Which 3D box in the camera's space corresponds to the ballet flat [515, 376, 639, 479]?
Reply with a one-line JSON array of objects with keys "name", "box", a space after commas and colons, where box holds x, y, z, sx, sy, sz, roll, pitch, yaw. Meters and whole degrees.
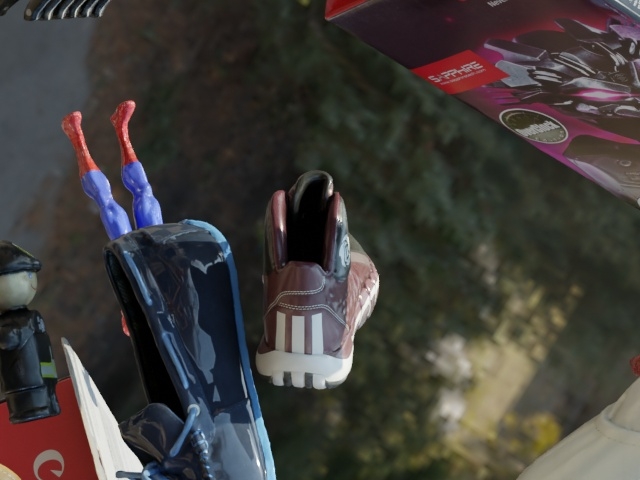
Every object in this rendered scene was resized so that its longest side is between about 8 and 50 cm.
[{"name": "ballet flat", "box": [0.301, 0.102, 1.115, 0.139, 0.400, 0.139, -5, 90, -78]}]

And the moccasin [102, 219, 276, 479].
[{"name": "moccasin", "box": [-0.123, 0.156, 1.611, 0.117, 0.342, 0.138, -4, 161, -28]}]

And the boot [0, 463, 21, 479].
[{"name": "boot", "box": [-0.292, 0.183, 1.335, 0.073, 0.152, 0.197, -74, 159, -57]}]

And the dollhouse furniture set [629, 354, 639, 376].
[{"name": "dollhouse furniture set", "box": [0.454, 0.252, 1.769, 0.201, 0.374, 0.152, 7, 150, -38]}]

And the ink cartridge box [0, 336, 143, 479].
[{"name": "ink cartridge box", "box": [-0.234, 0.295, 1.833, 0.130, 0.309, 0.272, -21, 140, -1]}]

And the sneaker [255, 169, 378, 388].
[{"name": "sneaker", "box": [0.000, 0.000, 1.654, 0.281, 0.106, 0.162, -87, 178, -65]}]

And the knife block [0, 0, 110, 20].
[{"name": "knife block", "box": [-0.187, -0.301, 1.488, 0.088, 0.242, 0.276, -12, 117, -49]}]

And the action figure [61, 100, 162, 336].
[{"name": "action figure", "box": [-0.173, -0.011, 1.854, 0.091, 0.280, 0.139, -14, 168, -21]}]

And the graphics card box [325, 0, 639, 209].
[{"name": "graphics card box", "box": [0.215, -0.141, 1.405, 0.233, 0.371, 0.094, -15, -128, 56]}]

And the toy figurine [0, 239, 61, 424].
[{"name": "toy figurine", "box": [-0.333, 0.093, 1.523, 0.209, 0.148, 0.213, -9, 175, -37]}]
